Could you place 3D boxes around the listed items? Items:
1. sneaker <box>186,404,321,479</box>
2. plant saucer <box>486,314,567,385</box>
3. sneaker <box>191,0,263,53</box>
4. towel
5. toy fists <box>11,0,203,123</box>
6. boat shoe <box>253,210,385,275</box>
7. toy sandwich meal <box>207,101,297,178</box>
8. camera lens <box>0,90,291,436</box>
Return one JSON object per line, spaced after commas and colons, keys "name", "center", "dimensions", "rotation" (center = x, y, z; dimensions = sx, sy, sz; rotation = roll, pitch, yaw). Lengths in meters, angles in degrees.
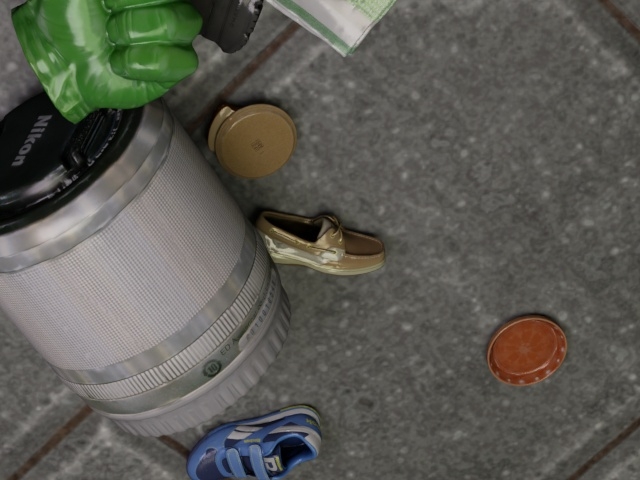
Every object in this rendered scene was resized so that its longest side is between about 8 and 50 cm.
{"name": "sneaker", "center": [-0.065, 0.212, 1.920], "dimensions": [0.144, 0.059, 0.053], "rotation": [-21, 126, 2]}
{"name": "plant saucer", "center": [0.208, 0.110, 1.947], "dimensions": [0.084, 0.013, 0.083], "rotation": [-5, 122, -9]}
{"name": "sneaker", "center": [-0.086, -0.294, 1.580], "dimensions": [0.130, 0.109, 0.286], "rotation": [13, 114, -9]}
{"name": "towel", "center": [0.030, -0.244, 1.681], "dimensions": [0.113, 0.023, 0.152], "rotation": [32, 109, -29]}
{"name": "toy fists", "center": [-0.199, -0.236, 1.531], "dimensions": [0.142, 0.096, 0.279], "rotation": [-29, 90, 9]}
{"name": "boat shoe", "center": [0.000, 0.000, 1.809], "dimensions": [0.135, 0.050, 0.045], "rotation": [5, 125, -16]}
{"name": "toy sandwich meal", "center": [-0.063, -0.094, 1.751], "dimensions": [0.086, 0.029, 0.085], "rotation": [-9, 123, -13]}
{"name": "camera lens", "center": [-0.176, 0.010, 1.673], "dimensions": [0.219, 0.219, 0.274], "rotation": [-31, 123, 7]}
